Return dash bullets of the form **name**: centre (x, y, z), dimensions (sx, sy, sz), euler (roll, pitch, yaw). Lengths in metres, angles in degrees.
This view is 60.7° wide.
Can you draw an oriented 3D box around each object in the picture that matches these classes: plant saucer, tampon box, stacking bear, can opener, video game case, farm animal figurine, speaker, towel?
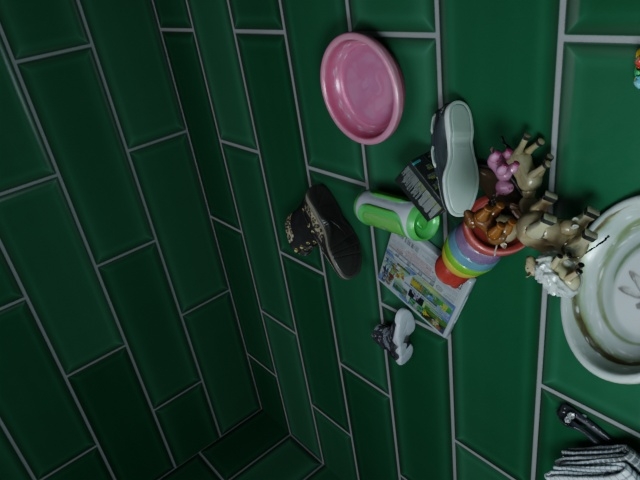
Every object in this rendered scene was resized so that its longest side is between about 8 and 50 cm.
- **plant saucer**: centre (0.675, 0.104, 1.140), dimensions (0.400, 0.101, 0.400), euler (-166, 90, -77)
- **tampon box**: centre (0.320, -0.159, 1.563), dimensions (0.161, 0.120, 0.101), euler (55, 148, 11)
- **stacking bear**: centre (0.419, 0.036, 1.549), dimensions (0.175, 0.164, 0.289), euler (52, 152, 16)
- **can opener**: centre (0.756, 0.531, 1.544), dimensions (0.186, 0.073, 0.059), euler (33, 100, 34)
- **video game case**: centre (0.344, 0.129, 1.838), dimensions (0.329, 0.036, 0.299), euler (42, 144, 28)
- **farm animal figurine**: centre (0.483, -0.054, 1.266), dimensions (0.327, 0.330, 0.172), euler (36, 148, 10)
- **speaker**: centre (0.233, -0.084, 1.724), dimensions (0.297, 0.131, 0.131), euler (23, 132, 54)
- **plant saucer**: centre (0.135, -0.456, 1.638), dimensions (0.332, 0.084, 0.332), euler (35, 139, 37)
- **towel**: centre (0.798, 0.668, 1.477), dimensions (0.235, 0.121, 0.283), euler (43, 148, -1)

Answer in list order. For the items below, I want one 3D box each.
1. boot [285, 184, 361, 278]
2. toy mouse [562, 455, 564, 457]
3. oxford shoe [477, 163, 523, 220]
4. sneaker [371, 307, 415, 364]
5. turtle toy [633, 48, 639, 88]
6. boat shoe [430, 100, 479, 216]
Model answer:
- **boot**: centre (0.000, 0.000, 2.140), dimensions (0.377, 0.138, 0.284), euler (63, 148, 5)
- **toy mouse**: centre (0.796, 0.718, 1.639), dimensions (0.161, 0.031, 0.143), euler (57, 149, 8)
- **oxford shoe**: centre (0.466, -0.112, 1.412), dimensions (0.227, 0.096, 0.082), euler (49, 151, 25)
- **sneaker**: centre (0.266, 0.339, 2.050), dimensions (0.153, 0.101, 0.268), euler (29, 139, 38)
- **turtle toy**: centre (0.630, -0.334, 1.023), dimensions (0.095, 0.066, 0.130), euler (19, 129, 48)
- **boat shoe**: centre (0.348, -0.210, 1.446), dimensions (0.091, 0.114, 0.302), euler (174, 100, -65)
